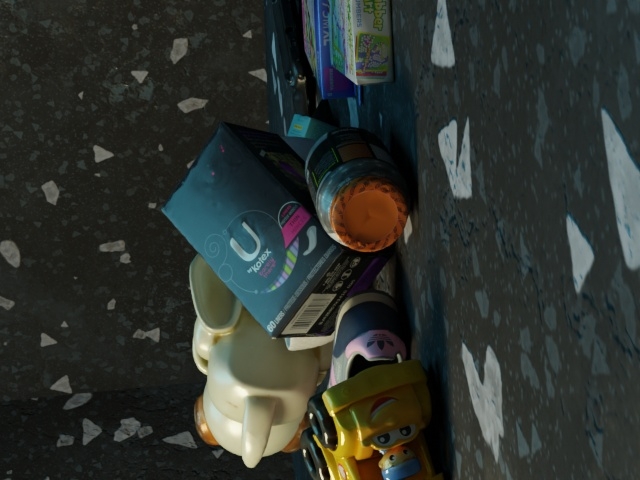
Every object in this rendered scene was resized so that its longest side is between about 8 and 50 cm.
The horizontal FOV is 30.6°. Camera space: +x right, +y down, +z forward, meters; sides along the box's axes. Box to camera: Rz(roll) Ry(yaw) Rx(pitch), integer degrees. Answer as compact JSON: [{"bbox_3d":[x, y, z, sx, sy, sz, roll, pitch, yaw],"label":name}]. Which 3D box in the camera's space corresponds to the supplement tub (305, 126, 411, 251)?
[{"bbox_3d":[0.046,-0.063,1.457,0.190,0.117,0.117,-107,13,-67],"label":"supplement tub"}]

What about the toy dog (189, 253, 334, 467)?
[{"bbox_3d":[-0.095,0.252,2.134,0.408,0.284,0.395,105,159,-59],"label":"toy dog"}]

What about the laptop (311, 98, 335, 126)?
[{"bbox_3d":[0.023,-0.089,2.197,0.264,0.136,0.234,58,-168,-34],"label":"laptop"}]

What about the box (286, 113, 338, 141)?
[{"bbox_3d":[-0.048,-0.101,2.100,0.244,0.060,0.100,-70,20,3],"label":"box"}]

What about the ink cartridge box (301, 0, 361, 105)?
[{"bbox_3d":[0.013,-0.342,1.840,0.311,0.065,0.186,-110,16,-63],"label":"ink cartridge box"}]

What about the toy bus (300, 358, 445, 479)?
[{"bbox_3d":[0.080,0.275,1.377,0.220,0.149,0.211,98,153,-55],"label":"toy bus"}]

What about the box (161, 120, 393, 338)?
[{"bbox_3d":[-0.062,-0.013,1.607,0.270,0.143,0.165,46,111,26],"label":"box"}]

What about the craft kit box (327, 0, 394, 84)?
[{"bbox_3d":[0.046,-0.342,1.541,0.246,0.061,0.250,-126,31,-74],"label":"craft kit box"}]

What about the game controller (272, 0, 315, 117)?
[{"bbox_3d":[-0.049,-0.402,2.483,0.166,0.067,0.319,70,-172,-48],"label":"game controller"}]

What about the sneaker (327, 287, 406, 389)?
[{"bbox_3d":[0.062,0.229,1.592,0.131,0.112,0.319,-99,5,-57],"label":"sneaker"}]

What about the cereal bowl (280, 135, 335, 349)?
[{"bbox_3d":[0.000,0.000,1.855,0.339,0.141,0.339,175,90,-85],"label":"cereal bowl"}]
